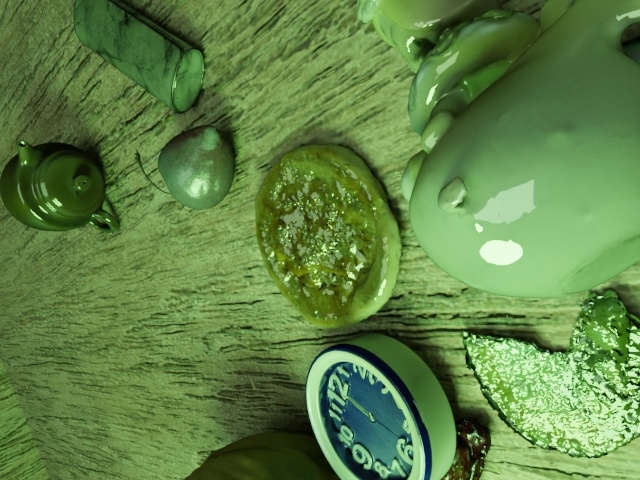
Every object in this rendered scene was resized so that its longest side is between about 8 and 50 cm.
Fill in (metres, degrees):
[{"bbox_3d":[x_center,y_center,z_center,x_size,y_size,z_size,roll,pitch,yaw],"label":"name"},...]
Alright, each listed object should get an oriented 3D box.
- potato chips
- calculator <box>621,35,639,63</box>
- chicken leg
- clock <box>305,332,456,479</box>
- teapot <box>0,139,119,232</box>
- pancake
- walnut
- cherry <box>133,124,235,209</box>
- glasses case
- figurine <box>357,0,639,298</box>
[{"bbox_3d":[0.280,0.154,0.562,0.202,0.029,0.220,52,132,11],"label":"potato chips"},{"bbox_3d":[0.366,-0.115,0.377,0.293,0.051,0.173,-14,95,41],"label":"calculator"},{"bbox_3d":[0.185,0.326,0.682,0.093,0.053,0.205,41,123,50],"label":"chicken leg"},{"bbox_3d":[0.079,0.252,0.695,0.230,0.083,0.230,20,116,47],"label":"clock"},{"bbox_3d":[-0.529,-0.104,1.020,0.175,0.186,0.268,1,143,38],"label":"teapot"},{"bbox_3d":[0.001,-0.001,0.715,0.282,0.049,0.282,12,110,36],"label":"pancake"},{"bbox_3d":[-0.074,0.497,0.763,0.383,0.383,0.384,14,114,35],"label":"walnut"},{"bbox_3d":[-0.217,-0.142,0.798,0.188,0.115,0.148,52,149,19],"label":"cherry"},{"bbox_3d":[-0.321,-0.336,0.843,0.299,0.060,0.114,37,125,23],"label":"glasses case"},{"bbox_3d":[0.156,-0.156,0.421,0.274,0.226,0.394,-48,51,40],"label":"figurine"}]
